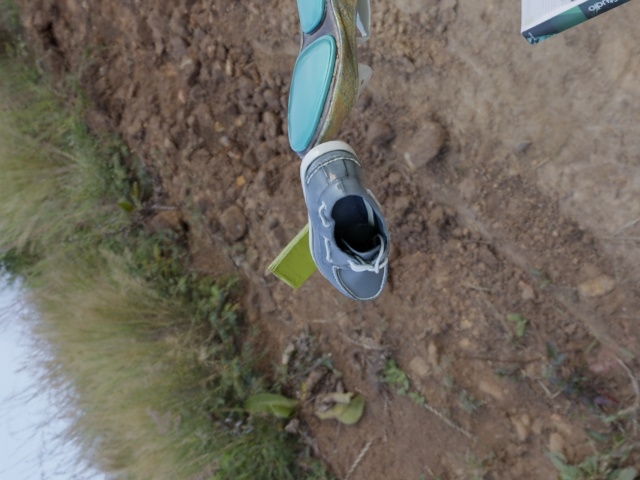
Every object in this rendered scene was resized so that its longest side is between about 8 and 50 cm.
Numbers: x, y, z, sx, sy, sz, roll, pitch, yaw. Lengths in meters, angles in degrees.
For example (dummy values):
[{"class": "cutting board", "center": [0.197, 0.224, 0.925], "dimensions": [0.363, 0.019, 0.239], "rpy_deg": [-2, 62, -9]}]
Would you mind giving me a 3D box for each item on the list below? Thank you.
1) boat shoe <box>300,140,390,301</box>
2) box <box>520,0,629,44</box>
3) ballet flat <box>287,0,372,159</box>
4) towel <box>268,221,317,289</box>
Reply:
[{"class": "boat shoe", "center": [0.046, 0.005, 0.883], "dimensions": [0.319, 0.116, 0.099], "rpy_deg": [73, 175, -47]}, {"class": "box", "center": [0.579, -0.578, 1.274], "dimensions": [0.058, 0.232, 0.322], "rpy_deg": [26, 152, -35]}, {"class": "ballet flat", "center": [0.022, -0.282, 0.883], "dimensions": [0.123, 0.123, 0.348], "rpy_deg": [84, -173, -79]}, {"class": "towel", "center": [0.000, 0.000, 1.300], "dimensions": [0.102, 0.237, 0.021], "rpy_deg": [40, -175, -38]}]
